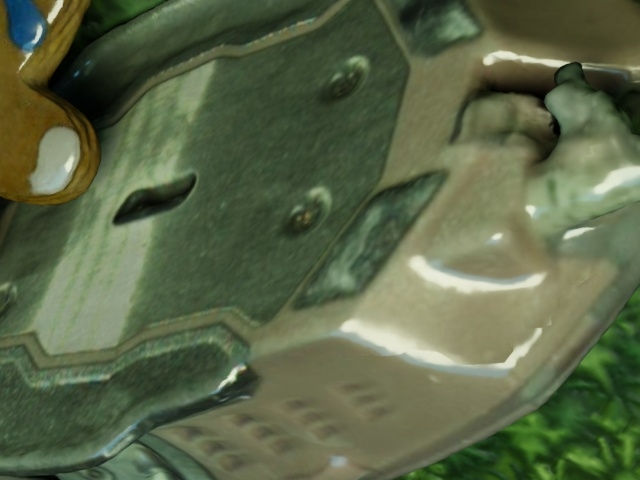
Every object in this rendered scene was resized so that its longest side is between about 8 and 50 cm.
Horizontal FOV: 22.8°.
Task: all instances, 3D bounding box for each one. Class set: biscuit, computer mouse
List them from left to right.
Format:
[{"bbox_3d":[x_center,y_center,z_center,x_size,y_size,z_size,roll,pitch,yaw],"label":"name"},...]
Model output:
[{"bbox_3d":[-0.133,-0.060,0.559,0.138,0.031,0.205,29,102,23],"label":"biscuit"},{"bbox_3d":[0.003,0.003,0.539,0.389,0.199,0.115,-12,143,39],"label":"computer mouse"}]

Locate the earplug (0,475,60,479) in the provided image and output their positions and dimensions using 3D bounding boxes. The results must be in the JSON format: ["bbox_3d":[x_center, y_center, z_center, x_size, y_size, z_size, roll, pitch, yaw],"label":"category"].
[{"bbox_3d":[-0.168,0.170,0.727,0.214,0.175,0.325,12,148,-36],"label":"earplug"}]
